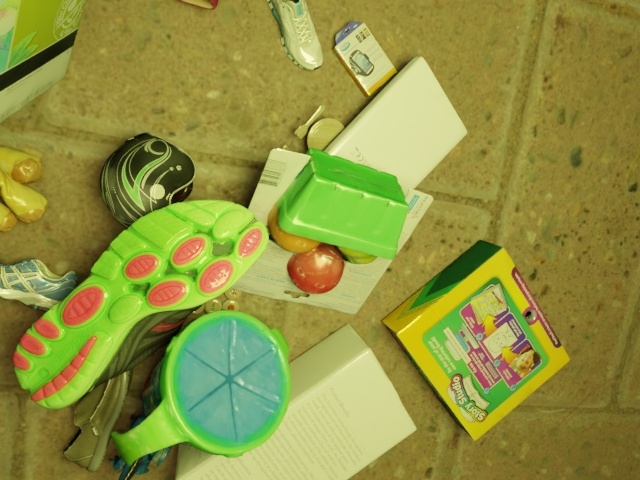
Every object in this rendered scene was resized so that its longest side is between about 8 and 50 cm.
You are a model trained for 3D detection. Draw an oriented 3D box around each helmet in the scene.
[{"bbox_3d":[-0.310,-0.093,0.816,0.169,0.169,0.162,34,74,-17],"label":"helmet"}]

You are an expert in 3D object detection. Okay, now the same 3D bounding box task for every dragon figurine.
[{"bbox_3d":[-0.339,0.391,0.877,0.085,0.289,0.144,31,129,-15],"label":"dragon figurine"}]

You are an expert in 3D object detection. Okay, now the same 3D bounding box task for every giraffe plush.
[{"bbox_3d":[-0.579,-0.106,0.740,0.181,0.170,0.211,-20,104,-10],"label":"giraffe plush"}]

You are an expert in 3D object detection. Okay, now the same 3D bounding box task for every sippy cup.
[{"bbox_3d":[-0.208,0.269,0.820,0.305,0.224,0.240,16,58,-35],"label":"sippy cup"}]

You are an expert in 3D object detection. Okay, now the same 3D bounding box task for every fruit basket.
[{"bbox_3d":[0.000,0.000,0.899,0.326,0.166,0.353,14,133,-18],"label":"fruit basket"}]

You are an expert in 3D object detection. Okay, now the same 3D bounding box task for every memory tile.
[{"bbox_3d":[-0.219,0.086,0.948,0.113,0.012,0.148,7,99,-15],"label":"memory tile"}]

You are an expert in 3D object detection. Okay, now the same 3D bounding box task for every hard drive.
[{"bbox_3d":[0.147,-0.191,0.953,0.319,0.040,0.210,-46,121,-2],"label":"hard drive"}]

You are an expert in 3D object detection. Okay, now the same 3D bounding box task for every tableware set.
[{"bbox_3d":[-0.027,-0.172,0.936,0.194,0.039,0.128,-47,121,4],"label":"tableware set"}]

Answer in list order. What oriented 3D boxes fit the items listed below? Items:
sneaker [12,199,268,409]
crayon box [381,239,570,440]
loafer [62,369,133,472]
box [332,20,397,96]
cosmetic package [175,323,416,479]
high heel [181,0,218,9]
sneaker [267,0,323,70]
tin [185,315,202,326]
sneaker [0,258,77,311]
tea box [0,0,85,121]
[{"bbox_3d":[-0.304,0.093,0.798,0.482,0.202,0.185,-35,86,3],"label":"sneaker"},{"bbox_3d":[0.375,0.239,1.078,0.313,0.106,0.363,-37,106,-4],"label":"crayon box"},{"bbox_3d":[-0.443,0.337,0.894,0.087,0.094,0.252,20,92,-17],"label":"loafer"},{"bbox_3d":[0.087,-0.379,0.933,0.081,0.028,0.136,-41,104,-4],"label":"box"},{"bbox_3d":[-0.052,0.414,0.972,0.452,0.161,0.230,-32,106,-6],"label":"cosmetic package"},{"bbox_3d":[-0.360,-0.474,0.745,0.376,0.127,0.182,-13,92,-15],"label":"high heel"},{"bbox_3d":[-0.047,-0.421,0.863,0.071,0.083,0.191,-32,107,-8],"label":"sneaker"},{"bbox_3d":[-0.209,0.238,0.968,0.189,0.040,0.106,34,95,-17],"label":"tin"},{"bbox_3d":[-0.561,0.067,0.832,0.211,0.080,0.081,22,88,-26],"label":"sneaker"},{"bbox_3d":[-0.486,-0.332,0.580,0.219,0.329,0.323,30,129,-17],"label":"tea box"}]
